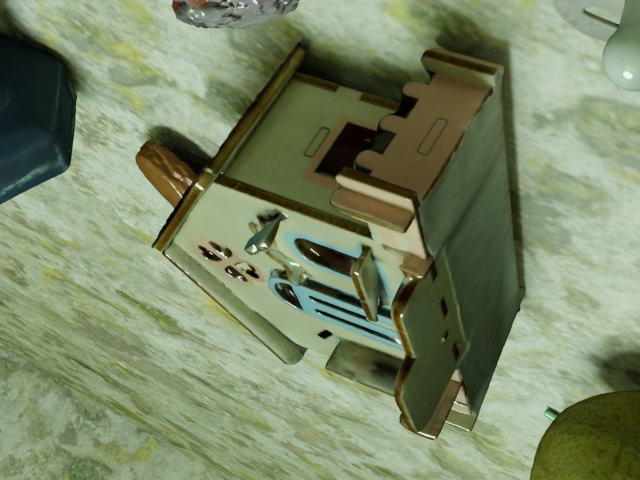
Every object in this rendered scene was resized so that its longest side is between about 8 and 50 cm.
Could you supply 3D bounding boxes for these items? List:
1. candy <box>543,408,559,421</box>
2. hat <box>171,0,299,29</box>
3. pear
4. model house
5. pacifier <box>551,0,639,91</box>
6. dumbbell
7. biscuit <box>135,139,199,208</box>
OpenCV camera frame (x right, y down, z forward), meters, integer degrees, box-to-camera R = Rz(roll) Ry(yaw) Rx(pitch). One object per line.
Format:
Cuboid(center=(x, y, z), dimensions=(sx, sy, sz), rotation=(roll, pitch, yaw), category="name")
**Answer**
Cuboid(center=(0.295, 0.219, 0.967), dimensions=(0.194, 0.062, 0.058), rotation=(35, -156, 12), category="candy")
Cuboid(center=(0.020, -0.169, 0.446), dimensions=(0.228, 0.129, 0.140), rotation=(-1, 123, 24), category="hat")
Cuboid(center=(0.280, 0.215, 0.776), dimensions=(0.228, 0.188, 0.211), rotation=(42, 159, -19), category="pear")
Cuboid(center=(0.000, 0.000, 0.713), dimensions=(0.244, 0.169, 0.326), rotation=(23, 158, 25), category="model house")
Cuboid(center=(0.134, -0.100, 0.437), dimensions=(0.082, 0.078, 0.099), rotation=(17, 161, -10), category="pacifier")
Cuboid(center=(-0.292, -0.157, 0.782), dimensions=(0.143, 0.156, 0.316), rotation=(55, 167, 24), category="dumbbell")
Cuboid(center=(-0.077, -0.008, 0.908), dimensions=(0.192, 0.036, 0.186), rotation=(28, 164, 48), category="biscuit")
